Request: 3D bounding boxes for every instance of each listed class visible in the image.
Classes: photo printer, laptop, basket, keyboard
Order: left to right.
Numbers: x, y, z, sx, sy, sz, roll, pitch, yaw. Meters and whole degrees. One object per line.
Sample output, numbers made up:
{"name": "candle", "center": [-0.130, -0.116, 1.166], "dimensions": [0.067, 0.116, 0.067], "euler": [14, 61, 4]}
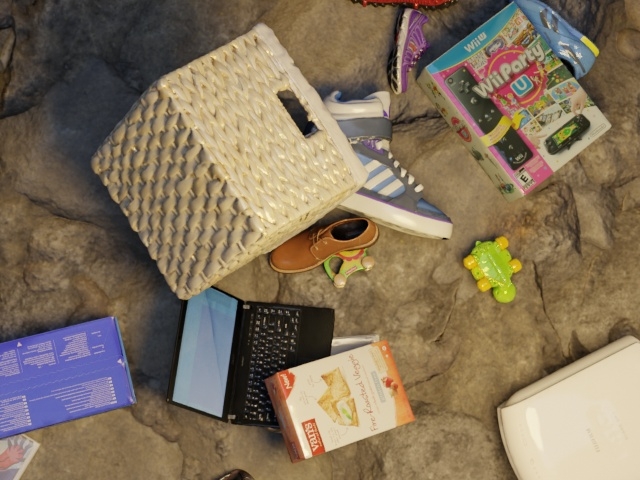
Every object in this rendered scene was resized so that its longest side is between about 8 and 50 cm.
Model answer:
{"name": "basket", "center": [-0.166, -0.125, 1.773], "dimensions": [0.266, 0.331, 0.328], "euler": [-34, 90, -40]}
{"name": "laptop", "center": [-0.116, 0.201, 1.851], "dimensions": [0.264, 0.136, 0.234], "euler": [5, 69, 3]}
{"name": "keyboard", "center": [-0.014, 0.220, 1.951], "dimensions": [0.256, 0.014, 0.072], "euler": [-4, 90, -5]}
{"name": "photo printer", "center": [0.488, 0.350, 1.902], "dimensions": [0.307, 0.107, 0.256], "euler": [-25, 87, -7]}

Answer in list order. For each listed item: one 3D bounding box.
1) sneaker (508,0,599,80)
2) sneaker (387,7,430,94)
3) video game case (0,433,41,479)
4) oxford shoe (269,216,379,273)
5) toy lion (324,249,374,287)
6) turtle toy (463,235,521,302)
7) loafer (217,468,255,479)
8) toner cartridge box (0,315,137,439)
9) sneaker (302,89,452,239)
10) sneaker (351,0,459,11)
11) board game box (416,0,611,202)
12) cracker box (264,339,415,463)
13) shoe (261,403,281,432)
{"name": "sneaker", "center": [0.438, -0.393, 2.025], "dimensions": [0.209, 0.069, 0.082], "euler": [39, 86, -1]}
{"name": "sneaker", "center": [0.173, -0.360, 1.999], "dimensions": [0.071, 0.068, 0.170], "euler": [13, 83, -10]}
{"name": "video game case", "center": [-0.631, 0.404, 1.867], "dimensions": [0.183, 0.023, 0.201], "euler": [31, 82, -2]}
{"name": "oxford shoe", "center": [0.000, 0.000, 1.929], "dimensions": [0.212, 0.076, 0.076], "euler": [-21, 72, 6]}
{"name": "toy lion", "center": [0.048, 0.026, 1.967], "dimensions": [0.100, 0.034, 0.096], "euler": [-33, 81, -7]}
{"name": "turtle toy", "center": [0.326, 0.058, 1.969], "dimensions": [0.095, 0.066, 0.130], "euler": [-30, 88, -8]}
{"name": "loafer", "center": [-0.232, 0.525, 1.873], "dimensions": [0.302, 0.095, 0.109], "euler": [-37, 119, -3]}
{"name": "toner cartridge box", "center": [-0.513, 0.255, 1.853], "dimensions": [0.347, 0.075, 0.165], "euler": [-13, 83, -10]}
{"name": "sneaker", "center": [0.123, -0.155, 1.939], "dimensions": [0.322, 0.130, 0.236], "euler": [20, 87, 2]}
{"name": "sneaker", "center": [0.140, -0.517, 2.009], "dimensions": [0.261, 0.104, 0.125], "euler": [7, 66, -9]}
{"name": "board game box", "center": [0.364, -0.261, 1.992], "dimensions": [0.224, 0.097, 0.303], "euler": [-38, 88, -8]}
{"name": "cracker box", "center": [0.035, 0.282, 1.848], "dimensions": [0.232, 0.067, 0.156], "euler": [-14, 79, -28]}
{"name": "shoe", "center": [-0.005, 0.305, 1.925], "dimensions": [0.219, 0.058, 0.077], "euler": [-12, 66, -10]}
